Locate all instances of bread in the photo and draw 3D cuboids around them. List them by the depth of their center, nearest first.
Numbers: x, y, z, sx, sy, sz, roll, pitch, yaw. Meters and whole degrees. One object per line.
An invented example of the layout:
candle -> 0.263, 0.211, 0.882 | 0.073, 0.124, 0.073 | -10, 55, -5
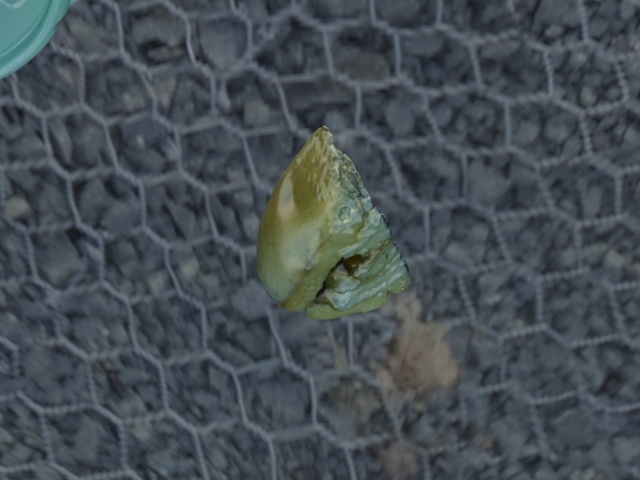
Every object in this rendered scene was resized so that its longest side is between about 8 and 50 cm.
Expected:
bread -> -0.003, -0.003, 1.384 | 0.110, 0.156, 0.103 | -25, 47, 1

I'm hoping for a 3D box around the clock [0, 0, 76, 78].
clock -> -0.175, -0.125, 0.753 | 0.211, 0.159, 0.066 | -35, 40, 25
